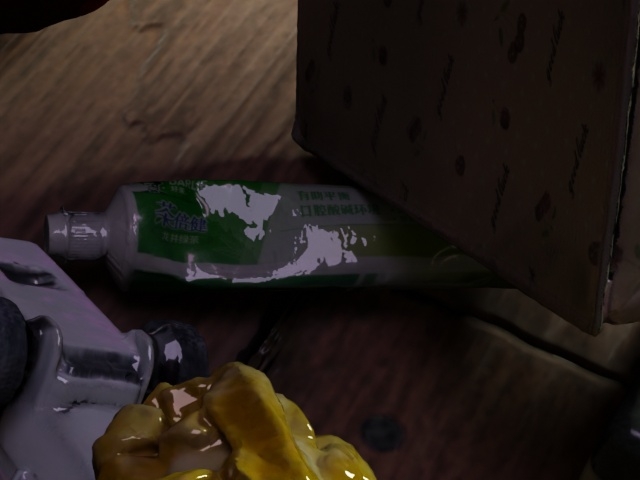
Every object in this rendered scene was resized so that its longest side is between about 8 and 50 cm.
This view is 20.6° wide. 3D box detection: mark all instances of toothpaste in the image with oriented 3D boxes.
[{"bbox_3d":[0.000,0.000,0.799,0.248,0.047,0.078,0,35,-14],"label":"toothpaste"}]

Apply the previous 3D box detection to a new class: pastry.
[{"bbox_3d":[0.011,0.147,0.548,0.102,0.250,0.154,-34,30,13],"label":"pastry"}]

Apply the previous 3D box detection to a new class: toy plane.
[{"bbox_3d":[-0.118,0.047,0.674,0.251,0.101,0.255,11,26,-38],"label":"toy plane"}]

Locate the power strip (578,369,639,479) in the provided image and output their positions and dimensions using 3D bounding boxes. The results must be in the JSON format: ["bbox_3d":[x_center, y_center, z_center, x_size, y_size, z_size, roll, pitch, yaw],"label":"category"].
[{"bbox_3d":[0.215,0.044,0.790,0.105,0.070,0.256,30,51,12],"label":"power strip"}]

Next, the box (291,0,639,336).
[{"bbox_3d":[0.129,-0.120,0.739,0.190,0.225,0.297,-6,19,-22],"label":"box"}]

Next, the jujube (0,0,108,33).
[{"bbox_3d":[-0.178,-0.288,0.881,0.276,0.276,0.377,-9,49,-20],"label":"jujube"}]
